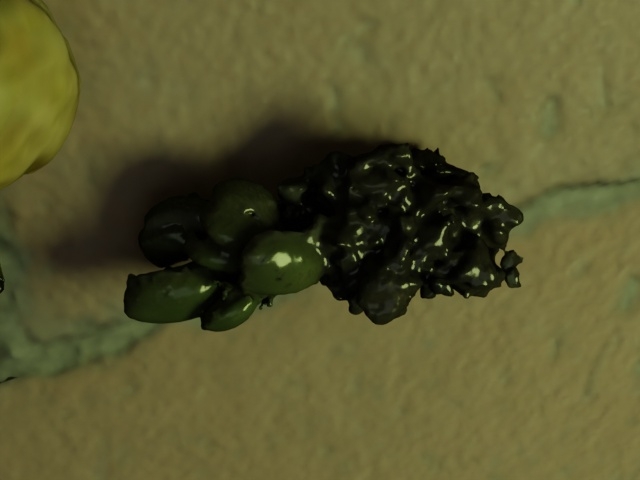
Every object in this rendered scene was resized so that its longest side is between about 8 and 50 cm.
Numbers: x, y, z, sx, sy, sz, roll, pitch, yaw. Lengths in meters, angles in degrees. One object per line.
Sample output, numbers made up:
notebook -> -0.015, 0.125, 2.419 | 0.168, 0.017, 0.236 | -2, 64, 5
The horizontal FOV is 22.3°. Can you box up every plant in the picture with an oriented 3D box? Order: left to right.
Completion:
plant -> 0.000, 0.000, 0.698 | 0.174, 0.085, 0.087 | -7, 149, -4

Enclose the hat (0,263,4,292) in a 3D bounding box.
hat -> -0.178, 0.011, 0.671 | 0.077, 0.059, 0.076 | -40, 156, 22

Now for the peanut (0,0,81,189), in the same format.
peanut -> -0.238, -0.057, 0.572 | 0.305, 0.147, 0.147 | 7, 118, -22
